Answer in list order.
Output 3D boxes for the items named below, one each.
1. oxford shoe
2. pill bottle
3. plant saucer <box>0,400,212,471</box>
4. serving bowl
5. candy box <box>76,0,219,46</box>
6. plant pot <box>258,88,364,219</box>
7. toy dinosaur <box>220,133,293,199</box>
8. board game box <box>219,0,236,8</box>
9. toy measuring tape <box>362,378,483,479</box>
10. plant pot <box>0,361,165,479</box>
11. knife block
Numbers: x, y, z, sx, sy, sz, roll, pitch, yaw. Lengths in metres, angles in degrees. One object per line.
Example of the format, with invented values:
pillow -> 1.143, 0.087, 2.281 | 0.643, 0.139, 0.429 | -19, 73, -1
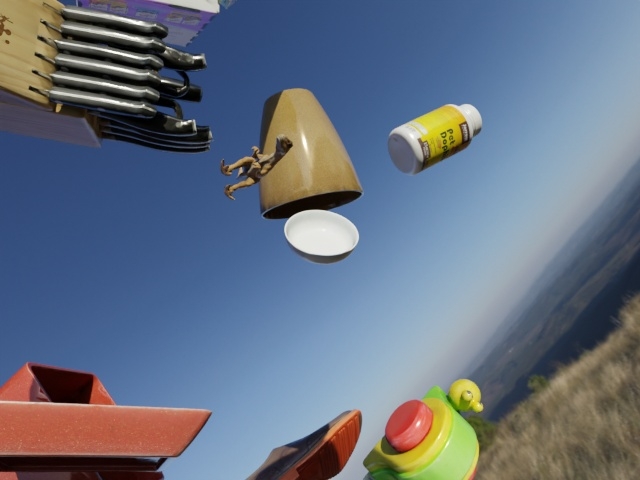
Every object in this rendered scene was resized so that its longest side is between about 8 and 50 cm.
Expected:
oxford shoe -> -0.028, 0.371, 0.763 | 0.271, 0.098, 0.097 | -21, -66, -45
pill bottle -> 0.274, -0.246, 1.037 | 0.214, 0.117, 0.117 | -28, -30, -18
plant saucer -> -0.281, 0.244, 0.524 | 0.258, 0.048, 0.259 | 10, -34, -19
serving bowl -> 0.000, 0.000, 0.493 | 0.083, 0.083, 0.027 | -28, -39, -37
candy box -> -0.249, -0.339, 0.612 | 0.164, 0.196, 0.070 | -4, -79, -29
plant pot -> -0.047, -0.198, 0.993 | 0.237, 0.255, 0.237 | -14, -5, -1
toy dinosaur -> -0.119, -0.113, 0.738 | 0.112, 0.064, 0.211 | -29, 9, -38
board game box -> -0.216, -0.577, 0.754 | 0.144, 0.275, 0.142 | -34, 24, 50
toy measuring tape -> 0.098, 0.308, 0.545 | 0.330, 0.121, 0.121 | -46, -25, -12
plant pot -> -0.470, 0.400, 0.744 | 0.235, 0.267, 0.267 | -39, -13, -17
knife block -> -0.247, -0.141, 0.407 | 0.242, 0.275, 0.088 | 20, -106, -61
